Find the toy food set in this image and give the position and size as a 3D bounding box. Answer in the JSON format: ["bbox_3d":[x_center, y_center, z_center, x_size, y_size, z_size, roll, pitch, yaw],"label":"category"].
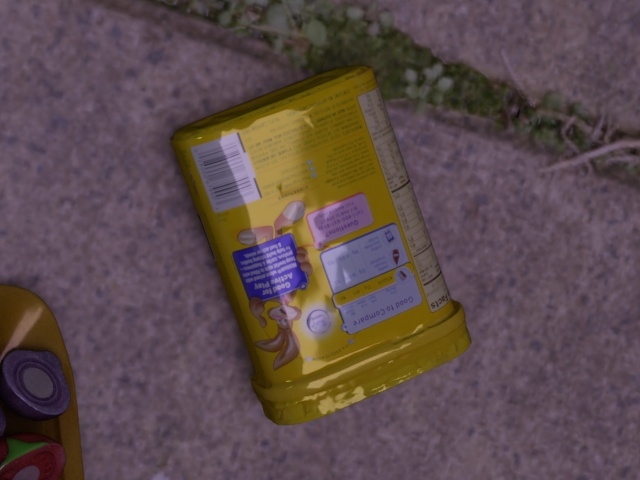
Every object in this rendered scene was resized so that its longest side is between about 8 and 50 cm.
[{"bbox_3d":[-0.172,0.113,0.832,0.128,0.071,0.218,0,68,-26],"label":"toy food set"}]

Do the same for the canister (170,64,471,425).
[{"bbox_3d":[0.000,0.000,0.923,0.126,0.073,0.170,-22,102,-15],"label":"canister"}]
